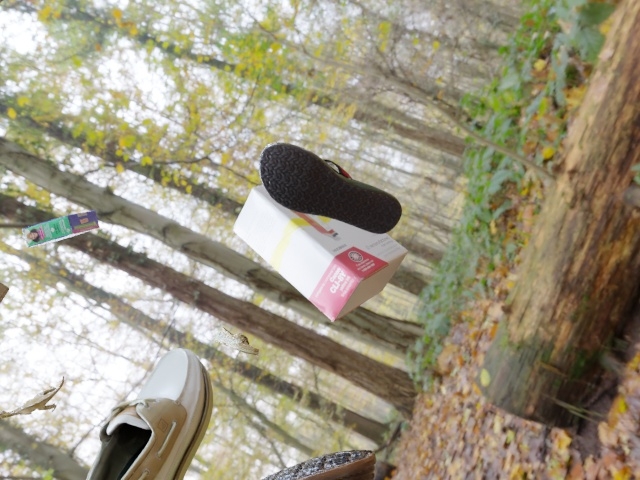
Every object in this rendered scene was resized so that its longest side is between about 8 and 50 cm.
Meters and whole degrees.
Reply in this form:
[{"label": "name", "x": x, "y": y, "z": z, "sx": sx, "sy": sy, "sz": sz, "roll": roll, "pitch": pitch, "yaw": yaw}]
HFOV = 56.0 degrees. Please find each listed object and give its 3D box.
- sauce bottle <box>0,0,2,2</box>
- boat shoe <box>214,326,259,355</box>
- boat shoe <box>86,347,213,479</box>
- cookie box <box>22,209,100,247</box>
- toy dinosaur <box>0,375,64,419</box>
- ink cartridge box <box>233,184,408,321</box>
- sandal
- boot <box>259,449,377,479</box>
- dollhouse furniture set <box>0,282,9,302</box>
[{"label": "sauce bottle", "x": -0.649, "y": -0.439, "z": 0.900, "sx": 0.111, "sy": 0.345, "sz": 0.111, "roll": 14, "pitch": -90, "yaw": -86}, {"label": "boat shoe", "x": -0.213, "y": 0.259, "z": 1.550, "sx": 0.045, "sy": 0.135, "sz": 0.050, "roll": -67, "pitch": -25, "yaw": -13}, {"label": "boat shoe", "x": -0.225, "y": 0.253, "z": 0.791, "sx": 0.103, "sy": 0.113, "sz": 0.302, "roll": 53, "pitch": -157, "yaw": -33}, {"label": "cookie box", "x": -0.506, "y": -0.023, "z": 1.177, "sx": 0.092, "sy": 0.107, "sz": 0.040, "roll": -33, "pitch": -73, "yaw": -74}, {"label": "toy dinosaur", "x": -0.580, "y": 0.334, "z": 1.240, "sx": 0.183, "sy": 0.053, "sz": 0.092, "roll": -26, "pitch": -7, "yaw": 5}, {"label": "ink cartridge box", "x": 0.000, "y": 0.000, "z": 1.625, "sx": 0.279, "sy": 0.385, "sz": 0.160, "roll": -25, "pitch": -30, "yaw": -54}, {"label": "sandal", "x": 0.009, "y": -0.057, "z": 0.667, "sx": 0.067, "sy": 0.179, "sz": 0.040, "roll": -56, "pitch": 27, "yaw": 24}, {"label": "boot", "x": -0.045, "y": 0.234, "z": 0.429, "sx": 0.219, "sy": 0.106, "sz": 0.082, "roll": -25, "pitch": -12, "yaw": 2}, {"label": "dollhouse furniture set", "x": -0.724, "y": 0.172, "z": 0.917, "sx": 0.394, "sy": 0.362, "sz": 0.256, "roll": -63, "pitch": -23, "yaw": -19}]
